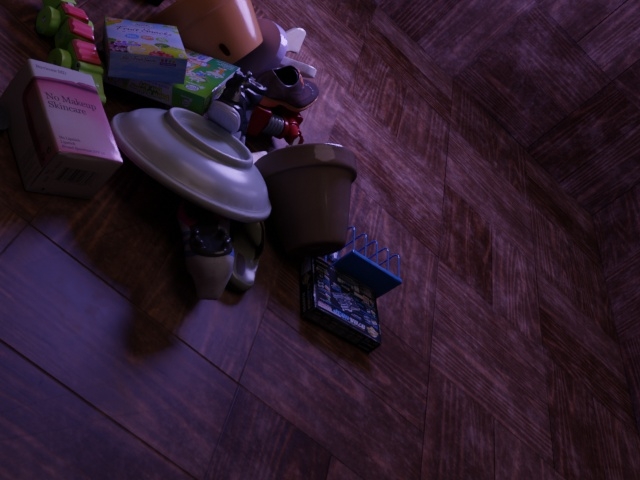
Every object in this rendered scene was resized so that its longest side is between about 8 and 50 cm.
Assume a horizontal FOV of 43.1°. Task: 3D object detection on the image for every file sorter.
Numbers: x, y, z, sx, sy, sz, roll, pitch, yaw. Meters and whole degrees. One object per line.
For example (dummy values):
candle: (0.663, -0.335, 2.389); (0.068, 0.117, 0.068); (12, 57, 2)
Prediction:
file sorter: (0.107, 0.058, 2.066); (0.170, 0.118, 0.104); (32, 42, -28)

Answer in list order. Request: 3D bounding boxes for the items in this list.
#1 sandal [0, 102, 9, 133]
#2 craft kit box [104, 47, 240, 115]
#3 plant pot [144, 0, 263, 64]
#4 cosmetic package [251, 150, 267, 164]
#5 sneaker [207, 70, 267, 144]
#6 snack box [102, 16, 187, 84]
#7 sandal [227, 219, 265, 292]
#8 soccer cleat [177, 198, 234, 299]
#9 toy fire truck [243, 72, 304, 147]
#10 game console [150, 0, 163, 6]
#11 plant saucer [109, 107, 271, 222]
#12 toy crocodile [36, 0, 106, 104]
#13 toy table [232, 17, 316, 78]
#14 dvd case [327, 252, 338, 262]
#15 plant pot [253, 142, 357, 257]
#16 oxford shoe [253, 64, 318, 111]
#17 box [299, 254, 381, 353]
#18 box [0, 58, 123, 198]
sandal: (-0.681, -0.240, 1.454); (0.254, 0.054, 0.097); (23, 45, -53)
craft kit box: (-0.351, -0.400, 1.952); (0.249, 0.061, 0.247); (20, 34, 4)
plant pot: (-0.284, -0.563, 2.130); (0.203, 0.291, 0.291); (57, 27, -19)
cosmetic package: (-0.177, -0.188, 2.042); (0.041, 0.060, 0.115); (55, 32, 9)
sneaker: (-0.196, -0.311, 1.949); (0.101, 0.153, 0.268); (31, -13, 1)
snack box: (-0.409, -0.440, 1.869); (0.174, 0.070, 0.207); (2, 33, -21)
sandal: (-0.165, -0.012, 1.830); (0.120, 0.086, 0.303); (30, 36, -31)
soccer cleat: (-0.246, 0.010, 1.701); (0.116, 0.143, 0.331); (4, 23, -11)
toy fire truck: (-0.136, -0.288, 2.149); (0.217, 0.158, 0.246); (16, 34, -45)
game console: (-0.474, -0.711, 2.224); (0.122, 0.071, 0.107); (35, 33, -24)
plant saucer: (-0.260, -0.193, 1.775); (0.400, 0.100, 0.400); (32, 16, -10)
toy crocodile: (-0.543, -0.438, 1.793); (0.115, 0.105, 0.341); (11, 48, -47)
toy table: (-0.144, -0.508, 2.288); (0.161, 0.252, 0.274); (23, 9, -42)
dvd case: (0.000, 0.000, 2.109); (0.119, 0.013, 0.087); (32, 35, -26)
plant pot: (-0.030, -0.084, 1.974); (0.263, 0.263, 0.229); (10, 67, -48)
oxford shoe: (-0.072, -0.404, 2.135); (0.097, 0.098, 0.271); (57, 32, 10)
box: (0.049, 0.153, 1.963); (0.220, 0.051, 0.175); (31, 35, -29)
box: (-0.504, -0.213, 1.570); (0.148, 0.127, 0.232); (6, 51, -49)
